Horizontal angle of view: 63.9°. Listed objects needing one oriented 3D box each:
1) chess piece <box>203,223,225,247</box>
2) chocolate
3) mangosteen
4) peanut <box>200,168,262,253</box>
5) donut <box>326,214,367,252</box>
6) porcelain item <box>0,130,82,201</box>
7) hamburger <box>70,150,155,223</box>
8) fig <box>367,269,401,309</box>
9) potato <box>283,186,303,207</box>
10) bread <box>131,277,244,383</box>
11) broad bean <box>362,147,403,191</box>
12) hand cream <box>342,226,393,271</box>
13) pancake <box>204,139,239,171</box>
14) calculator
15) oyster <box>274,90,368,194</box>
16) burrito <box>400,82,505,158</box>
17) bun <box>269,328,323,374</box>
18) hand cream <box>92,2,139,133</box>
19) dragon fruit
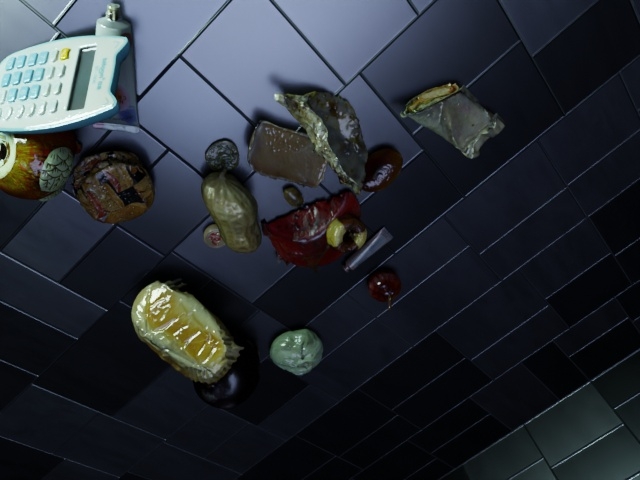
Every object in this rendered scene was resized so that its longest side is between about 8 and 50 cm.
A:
[{"bbox_3d":[-0.344,-0.015,1.690,0.083,0.038,0.084,-6,123,-10],"label":"chess piece"},{"bbox_3d":[-0.103,-0.260,1.553,0.261,0.083,0.161,15,101,-28],"label":"chocolate"},{"bbox_3d":[-0.333,0.486,1.932,0.275,0.275,0.302,-44,158,17],"label":"mangosteen"},{"bbox_3d":[-0.262,-0.078,1.589,0.143,0.159,0.291,-37,130,-24],"label":"peanut"},{"bbox_3d":[0.090,-0.017,1.685,0.140,0.059,0.141,-10,114,-24],"label":"donut"},{"bbox_3d":[-0.738,-0.228,1.361,0.252,0.253,0.253,-7,125,-10],"label":"porcelain item"},{"bbox_3d":[-0.596,-0.148,1.480,0.230,0.107,0.231,-20,135,-21],"label":"hamburger"},{"bbox_3d":[0.233,0.180,1.918,0.128,0.150,0.129,16,129,22],"label":"fig"},{"bbox_3d":[-0.087,-0.139,1.666,0.051,0.040,0.083,-39,125,7],"label":"potato"},{"bbox_3d":[-0.460,0.313,1.724,0.236,0.183,0.388,-44,82,-11],"label":"bread"},{"bbox_3d":[0.191,-0.226,1.650,0.114,0.084,0.165,32,106,-25],"label":"broad bean"},{"bbox_3d":[0.166,0.037,1.855,0.209,0.043,0.067,-40,126,8],"label":"hand cream"},{"bbox_3d":[-0.297,-0.254,1.549,0.107,0.017,0.108,-5,123,-8],"label":"pancake"},{"bbox_3d":[-0.639,-0.370,1.231,0.385,0.257,0.054,-3,160,9],"label":"calculator"},{"bbox_3d":[0.032,-0.320,1.516,0.110,0.204,0.396,-12,126,43],"label":"oyster"},{"bbox_3d":[0.416,-0.386,1.587,0.347,0.107,0.175,22,101,-28],"label":"burrito"},{"bbox_3d":[-0.090,0.452,2.022,0.212,0.127,0.204,-17,124,-1],"label":"bun"},{"bbox_3d":[-0.536,-0.437,1.337,0.124,0.078,0.341,3,128,-17],"label":"hand cream"},{"bbox_3d":[0.000,0.000,1.755,0.343,0.100,0.282,-23,131,3],"label":"dragon fruit"}]
